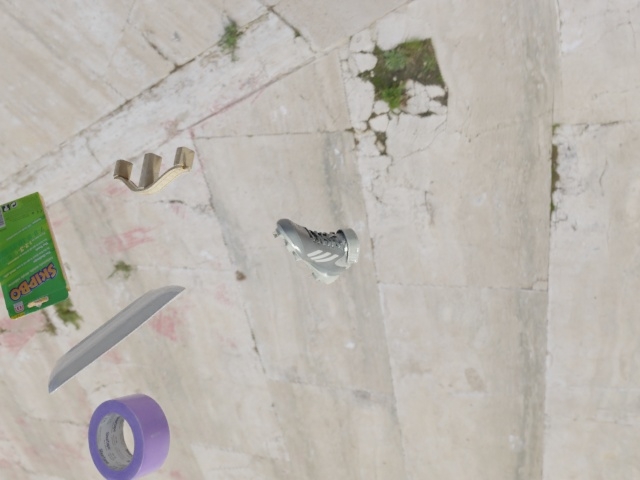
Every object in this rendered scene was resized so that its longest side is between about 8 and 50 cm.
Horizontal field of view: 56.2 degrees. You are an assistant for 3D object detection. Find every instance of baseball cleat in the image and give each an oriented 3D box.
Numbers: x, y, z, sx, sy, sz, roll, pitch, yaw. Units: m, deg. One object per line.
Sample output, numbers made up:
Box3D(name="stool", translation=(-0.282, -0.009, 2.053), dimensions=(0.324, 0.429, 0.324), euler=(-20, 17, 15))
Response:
Box3D(name="baseball cleat", translation=(0.000, 0.000, 0.992), dimensions=(0.109, 0.072, 0.206), euler=(-36, 149, 3))

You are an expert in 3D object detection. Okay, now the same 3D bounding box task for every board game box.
Box3D(name="board game box", translation=(-0.612, 0.032, 1.250), dimensions=(0.039, 0.124, 0.259), euler=(88, 158, -67))

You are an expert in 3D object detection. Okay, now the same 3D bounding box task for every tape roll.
Box3D(name="tape roll", translation=(-0.442, 0.454, 1.379), dimensions=(0.189, 0.080, 0.189), euler=(-1, 88, 32))

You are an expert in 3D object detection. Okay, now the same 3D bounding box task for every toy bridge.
Box3D(name="toy bridge", translation=(-0.263, -0.103, 0.927), dimensions=(0.188, 0.063, 0.026), euler=(-1, 165, 41))

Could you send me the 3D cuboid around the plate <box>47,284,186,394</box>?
Box3D(name="plate", translation=(-0.393, 0.178, 1.122), dimensions=(0.045, 0.278, 0.277), euler=(52, 155, -5))
